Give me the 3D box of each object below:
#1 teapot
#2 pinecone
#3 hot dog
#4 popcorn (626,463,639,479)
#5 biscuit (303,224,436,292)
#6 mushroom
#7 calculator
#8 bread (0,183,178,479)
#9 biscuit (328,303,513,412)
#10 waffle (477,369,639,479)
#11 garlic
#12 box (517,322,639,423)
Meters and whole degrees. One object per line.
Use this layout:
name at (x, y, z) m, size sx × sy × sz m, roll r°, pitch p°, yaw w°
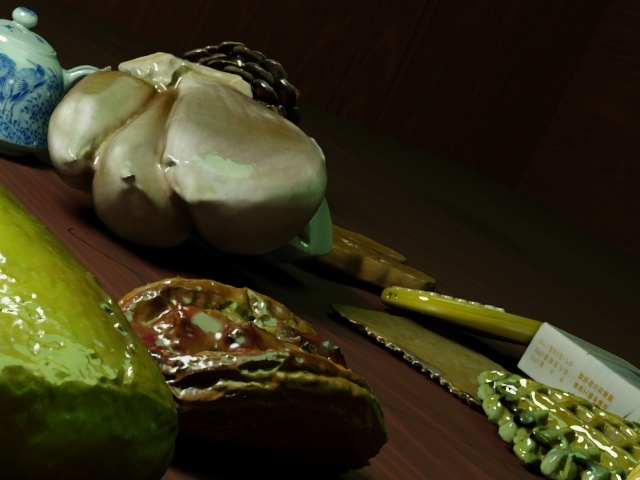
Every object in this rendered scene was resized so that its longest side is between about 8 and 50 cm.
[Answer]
teapot at (-0.331, -0.175, 1.788) m, size 0.232 × 0.159 × 0.159 m, roll 23°, pitch 9°, yaw -18°
pinecone at (-0.123, -0.172, 2.243) m, size 0.179 × 0.184 × 0.204 m, roll 58°, pitch 5°, yaw -13°
hot dog at (-0.053, 0.094, 1.156) m, size 0.227 × 0.099 × 0.160 m, roll 13°, pitch 14°, yaw -45°
popcorn at (0.303, 0.216, 1.325) m, size 0.163 × 0.140 × 0.194 m, roll 36°, pitch 11°, yaw 28°
biscuit at (-0.002, 0.003, 2.024) m, size 0.295 × 0.044 × 0.186 m, roll 23°, pitch 6°, yaw -27°
mushroom at (-0.110, -0.046, 1.859) m, size 0.270 × 0.103 × 0.118 m, roll 18°, pitch -1°, yaw 20°
calculator at (0.175, 0.089, 1.941) m, size 0.234 × 0.032 × 0.146 m, roll 17°, pitch -5°, yaw -30°
bread at (-0.215, 0.027, 1.026) m, size 0.166 × 0.112 × 0.383 m, roll 19°, pitch 11°, yaw -38°
biscuit at (0.145, 0.130, 1.780) m, size 0.232 × 0.013 × 0.237 m, roll 32°, pitch 10°, yaw 34°
waffle at (0.248, 0.188, 1.581) m, size 0.207 × 0.054 × 0.214 m, roll 24°, pitch 14°, yaw -10°
garlic at (-0.130, -0.077, 1.691) m, size 0.279 × 0.132 × 0.325 m, roll 10°, pitch 29°, yaw -5°
box at (0.340, 0.181, 1.846) m, size 0.149 × 0.067 × 0.233 m, roll 22°, pitch 9°, yaw -35°
